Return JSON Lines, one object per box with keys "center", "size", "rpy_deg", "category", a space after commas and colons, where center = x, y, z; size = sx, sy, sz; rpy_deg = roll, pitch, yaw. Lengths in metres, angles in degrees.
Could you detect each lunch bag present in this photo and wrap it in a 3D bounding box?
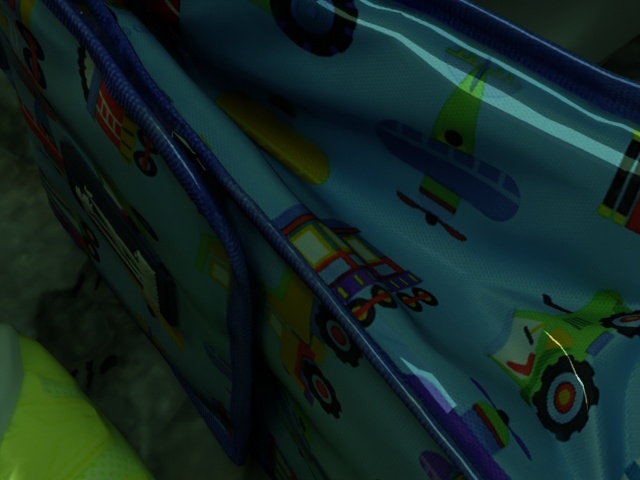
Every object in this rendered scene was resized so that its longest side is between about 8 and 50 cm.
{"center": [0.000, 0.000, 0.449], "size": [0.293, 0.221, 0.138], "rpy_deg": [39, 72, 16], "category": "lunch bag"}

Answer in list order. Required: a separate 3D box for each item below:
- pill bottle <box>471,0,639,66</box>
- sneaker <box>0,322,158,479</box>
{"center": [0.008, -0.222, 0.568], "size": [0.188, 0.188, 0.333], "rpy_deg": [-14, 66, -6], "category": "pill bottle"}
{"center": [0.004, 0.181, 0.419], "size": [0.147, 0.145, 0.384], "rpy_deg": [-32, 80, -13], "category": "sneaker"}
